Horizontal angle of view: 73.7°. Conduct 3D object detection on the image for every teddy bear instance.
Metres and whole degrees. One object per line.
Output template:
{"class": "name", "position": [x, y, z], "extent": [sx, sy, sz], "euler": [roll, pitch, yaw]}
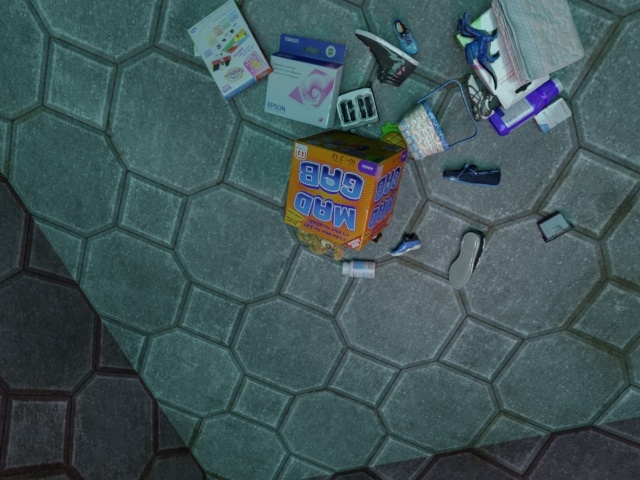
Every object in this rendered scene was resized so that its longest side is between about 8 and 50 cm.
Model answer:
{"class": "teddy bear", "position": [0.000, 0.000, 2.019], "extent": [0.338, 0.113, 0.245], "euler": [10, 137, 51]}

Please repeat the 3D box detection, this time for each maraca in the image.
{"class": "maraca", "position": [0.318, -0.431, 1.879], "extent": [0.127, 0.099, 0.186], "euler": [0, 89, -4]}

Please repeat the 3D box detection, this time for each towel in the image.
{"class": "towel", "position": [0.814, -0.785, 1.582], "extent": [0.316, 0.053, 0.332], "euler": [-28, 100, -15]}

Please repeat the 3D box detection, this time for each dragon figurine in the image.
{"class": "dragon figurine", "position": [0.588, -0.703, 1.599], "extent": [0.143, 0.085, 0.289], "euler": [-8, 110, 13]}

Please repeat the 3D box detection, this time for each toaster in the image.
{"class": "toaster", "position": [0.160, -0.570, 1.833], "extent": [0.168, 0.110, 0.186], "euler": [-12, 110, 12]}

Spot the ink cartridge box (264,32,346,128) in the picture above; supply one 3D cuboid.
{"class": "ink cartridge box", "position": [-0.073, -0.669, 1.790], "extent": [0.324, 0.071, 0.330], "euler": [21, 117, 23]}

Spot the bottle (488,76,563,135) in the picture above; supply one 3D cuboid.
{"class": "bottle", "position": [0.837, -0.551, 1.744], "extent": [0.282, 0.092, 0.118], "euler": [-35, 71, 19]}

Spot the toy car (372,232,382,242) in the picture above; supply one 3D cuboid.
{"class": "toy car", "position": [0.242, -0.017, 2.105], "extent": [0.122, 0.060, 0.040], "euler": [12, 159, 21]}

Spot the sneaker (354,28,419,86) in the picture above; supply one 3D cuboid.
{"class": "sneaker", "position": [0.243, -0.741, 1.752], "extent": [0.295, 0.105, 0.147], "euler": [31, 118, -3]}

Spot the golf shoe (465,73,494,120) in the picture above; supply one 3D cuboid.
{"class": "golf shoe", "position": [0.655, -0.596, 1.756], "extent": [0.093, 0.077, 0.198], "euler": [-15, 102, 26]}

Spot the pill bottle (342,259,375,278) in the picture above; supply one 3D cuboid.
{"class": "pill bottle", "position": [0.193, 0.143, 2.141], "extent": [0.160, 0.087, 0.087], "euler": [4, 113, 7]}

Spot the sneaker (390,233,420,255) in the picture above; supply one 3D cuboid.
{"class": "sneaker", "position": [0.403, 0.015, 2.071], "extent": [0.152, 0.058, 0.085], "euler": [-19, 115, 11]}

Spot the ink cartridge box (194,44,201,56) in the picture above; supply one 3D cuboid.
{"class": "ink cartridge box", "position": [-0.505, -0.829, 1.862], "extent": [0.083, 0.028, 0.048], "euler": [2, 111, 7]}

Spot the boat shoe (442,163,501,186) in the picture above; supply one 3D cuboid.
{"class": "boat shoe", "position": [0.668, -0.298, 1.893], "extent": [0.258, 0.109, 0.089], "euler": [4, 107, -11]}

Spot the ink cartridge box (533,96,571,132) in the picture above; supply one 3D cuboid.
{"class": "ink cartridge box", "position": [0.956, -0.522, 1.770], "extent": [0.122, 0.052, 0.088], "euler": [-34, 105, 21]}

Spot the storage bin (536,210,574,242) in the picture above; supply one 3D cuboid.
{"class": "storage bin", "position": [1.055, -0.066, 1.932], "extent": [0.135, 0.098, 0.091], "euler": [-35, 94, 20]}

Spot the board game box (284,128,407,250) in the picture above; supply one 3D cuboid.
{"class": "board game box", "position": [0.107, -0.230, 1.790], "extent": [0.356, 0.356, 0.357], "euler": [21, 119, 21]}

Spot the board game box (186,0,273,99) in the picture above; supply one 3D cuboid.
{"class": "board game box", "position": [-0.378, -0.798, 1.793], "extent": [0.242, 0.064, 0.317], "euler": [-27, 94, 13]}

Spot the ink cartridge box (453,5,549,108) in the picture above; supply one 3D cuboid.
{"class": "ink cartridge box", "position": [0.711, -0.724, 1.683], "extent": [0.207, 0.119, 0.353], "euler": [-35, 103, 19]}

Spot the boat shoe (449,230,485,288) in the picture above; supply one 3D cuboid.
{"class": "boat shoe", "position": [0.708, 0.096, 2.040], "extent": [0.114, 0.091, 0.303], "euler": [41, 128, 38]}

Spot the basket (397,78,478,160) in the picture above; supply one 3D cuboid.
{"class": "basket", "position": [0.477, -0.489, 1.770], "extent": [0.288, 0.201, 0.255], "euler": [-23, 109, 19]}

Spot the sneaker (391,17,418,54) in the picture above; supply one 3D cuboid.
{"class": "sneaker", "position": [0.338, -0.819, 1.721], "extent": [0.063, 0.073, 0.162], "euler": [-35, 105, 20]}
